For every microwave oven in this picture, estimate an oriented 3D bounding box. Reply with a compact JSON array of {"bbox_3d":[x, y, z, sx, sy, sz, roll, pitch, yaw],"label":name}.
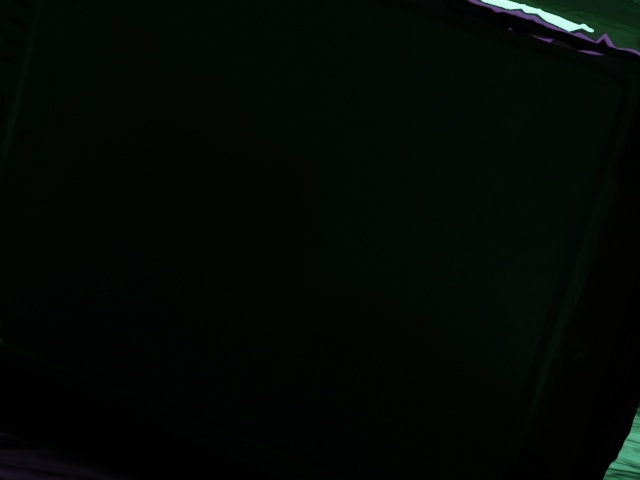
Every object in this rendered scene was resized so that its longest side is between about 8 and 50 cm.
[{"bbox_3d":[-0.002,-0.011,0.555,0.247,0.188,0.178,20,12,16],"label":"microwave oven"}]
